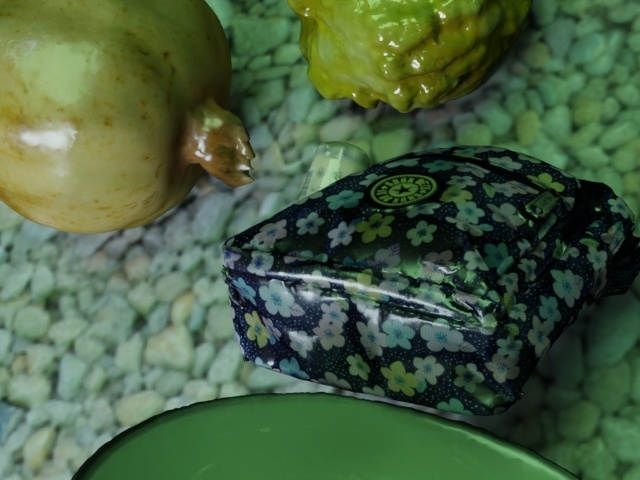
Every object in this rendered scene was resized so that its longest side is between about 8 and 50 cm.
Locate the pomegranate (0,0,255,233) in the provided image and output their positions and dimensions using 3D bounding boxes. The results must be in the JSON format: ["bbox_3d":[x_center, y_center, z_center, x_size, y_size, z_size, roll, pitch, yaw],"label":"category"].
[{"bbox_3d":[-0.163,-0.106,1.275,0.207,0.207,0.207,-11,58,18],"label":"pomegranate"}]

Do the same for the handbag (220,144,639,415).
[{"bbox_3d":[0.074,0.014,1.109,0.228,0.127,0.208,9,31,32],"label":"handbag"}]

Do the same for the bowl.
[{"bbox_3d":[0.019,0.251,0.951,0.354,0.353,0.185,31,121,34],"label":"bowl"}]

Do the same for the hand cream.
[{"bbox_3d":[0.000,0.000,1.245,0.061,0.039,0.143,13,76,21],"label":"hand cream"}]

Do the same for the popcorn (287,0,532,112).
[{"bbox_3d":[0.057,-0.185,1.254,0.197,0.155,0.198,-11,68,27],"label":"popcorn"}]
